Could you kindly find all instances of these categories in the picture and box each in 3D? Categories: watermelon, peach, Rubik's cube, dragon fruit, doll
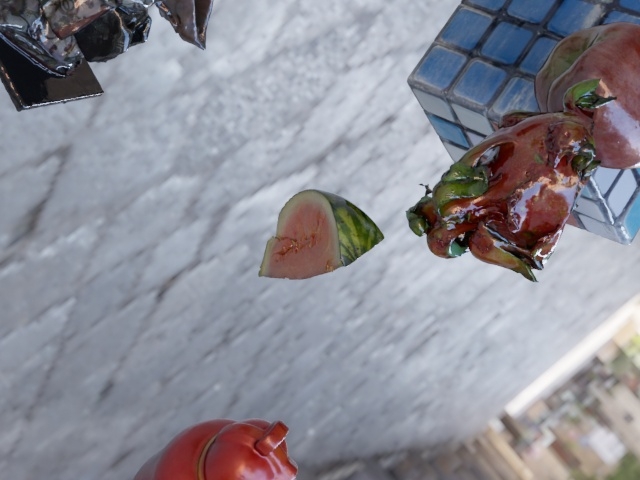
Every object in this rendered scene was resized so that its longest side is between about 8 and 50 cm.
[{"bbox_3d":[-0.001,-0.014,1.323,0.087,0.069,0.163,-32,-168,-29],"label":"watermelon"},{"bbox_3d":[0.287,-0.133,1.440,0.152,0.152,0.152,-39,169,-9],"label":"peach"},{"bbox_3d":[0.303,-0.187,1.785,0.259,0.256,0.253,-55,145,-13],"label":"Rubik's cube"},{"bbox_3d":[0.154,-0.040,1.133,0.175,0.142,0.138,-10,155,-3],"label":"dragon fruit"},{"bbox_3d":[-0.129,0.295,1.660,0.363,0.160,0.183,-46,-177,44],"label":"doll"}]

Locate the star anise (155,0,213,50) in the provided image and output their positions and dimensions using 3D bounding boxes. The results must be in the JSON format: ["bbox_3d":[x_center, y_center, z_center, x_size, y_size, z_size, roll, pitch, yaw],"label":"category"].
[{"bbox_3d":[-0.199,-0.362,1.643,0.110,0.198,0.257,-18,139,31],"label":"star anise"}]

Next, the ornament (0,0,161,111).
[{"bbox_3d":[-0.177,-0.223,1.220,0.196,0.153,0.166,-26,-178,19],"label":"ornament"}]
